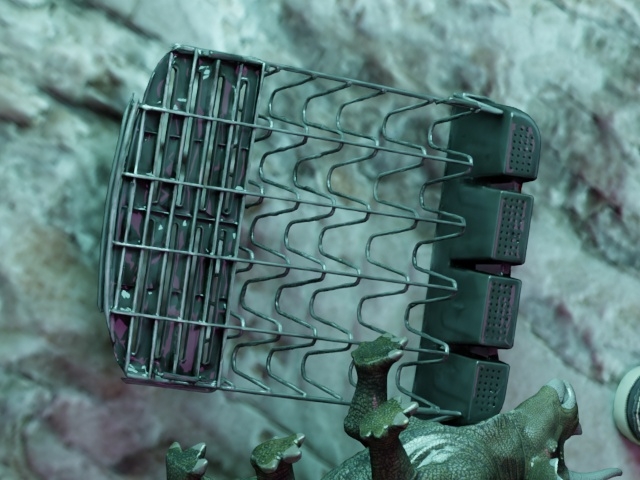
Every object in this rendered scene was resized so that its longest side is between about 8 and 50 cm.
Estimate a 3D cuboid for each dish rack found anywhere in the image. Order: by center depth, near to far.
[{"bbox_3d":[0.000,0.000,1.084,0.271,0.074,0.208,9,87,-27],"label":"dish rack"}]

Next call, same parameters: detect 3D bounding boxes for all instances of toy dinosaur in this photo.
[{"bbox_3d":[0.015,0.157,1.027,0.313,0.121,0.160,-29,114,-5],"label":"toy dinosaur"}]

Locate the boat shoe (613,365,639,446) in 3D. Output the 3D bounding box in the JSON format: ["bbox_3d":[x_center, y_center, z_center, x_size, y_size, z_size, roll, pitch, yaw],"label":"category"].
[{"bbox_3d":[0.287,0.136,1.247,0.206,0.065,0.075,22,82,-28],"label":"boat shoe"}]
